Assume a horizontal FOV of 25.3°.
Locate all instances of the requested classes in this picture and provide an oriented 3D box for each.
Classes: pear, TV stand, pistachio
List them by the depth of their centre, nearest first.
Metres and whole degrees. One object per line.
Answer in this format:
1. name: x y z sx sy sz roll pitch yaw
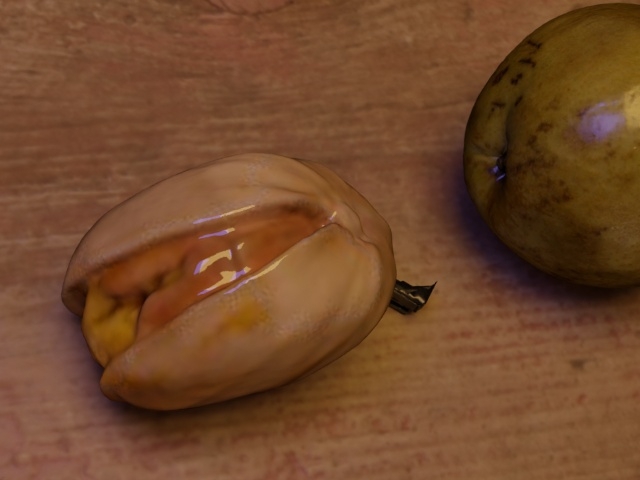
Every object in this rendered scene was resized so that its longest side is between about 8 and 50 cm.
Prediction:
1. pistachio: -0.075 0.038 1.315 0.309 0.230 0.230 -24 70 -9
2. TV stand: 0.000 0.000 1.462 0.249 0.042 0.036 29 60 1
3. pear: 0.297 -0.094 1.473 0.304 0.304 0.304 8 60 -13
